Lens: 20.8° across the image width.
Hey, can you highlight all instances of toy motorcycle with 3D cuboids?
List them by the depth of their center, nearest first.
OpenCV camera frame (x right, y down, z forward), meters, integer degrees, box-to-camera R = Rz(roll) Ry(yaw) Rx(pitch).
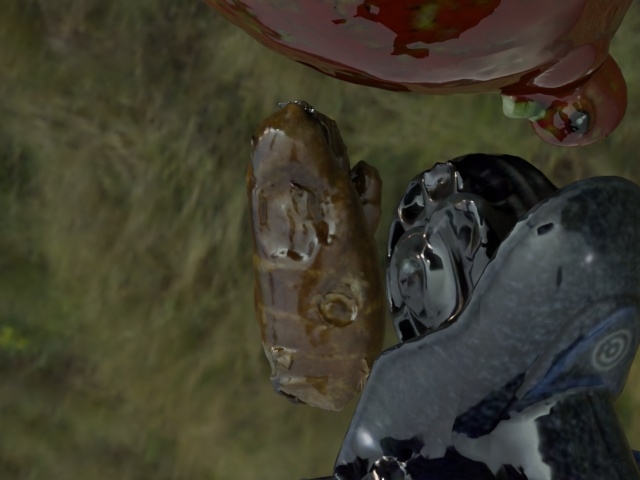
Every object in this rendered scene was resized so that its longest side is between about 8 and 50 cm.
[{"bbox_3d":[0.053,0.153,0.530,0.125,0.212,0.358,-6,125,-32],"label":"toy motorcycle"}]

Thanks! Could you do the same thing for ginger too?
[{"bbox_3d":[0.000,0.000,0.902,0.073,0.162,0.103,-5,-164,-3],"label":"ginger"}]

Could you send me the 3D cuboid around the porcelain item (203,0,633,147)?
[{"bbox_3d":[0.058,-0.140,0.565,0.253,0.253,0.253,12,155,6],"label":"porcelain item"}]
